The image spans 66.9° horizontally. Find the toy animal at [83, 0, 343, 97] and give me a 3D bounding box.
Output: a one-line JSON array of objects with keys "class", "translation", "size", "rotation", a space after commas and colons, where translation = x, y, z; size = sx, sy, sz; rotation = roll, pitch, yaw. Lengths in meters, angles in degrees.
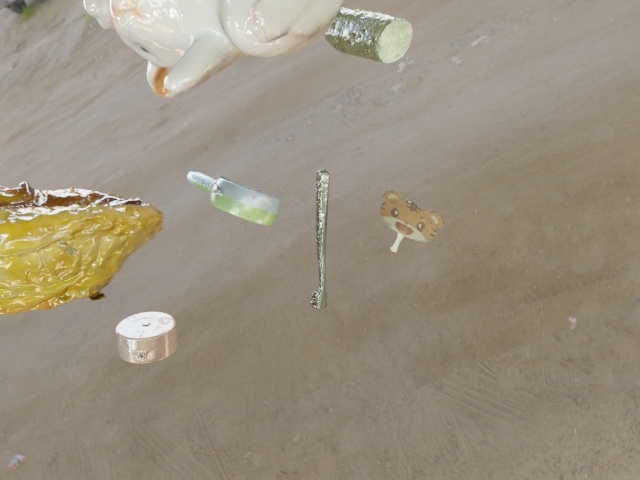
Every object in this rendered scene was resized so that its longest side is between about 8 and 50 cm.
[{"class": "toy animal", "translation": [-0.119, -0.198, 0.412], "size": [0.283, 0.140, 0.138], "rotation": [-5, 17, 26]}]

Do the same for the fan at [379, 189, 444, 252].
[{"class": "fan", "translation": [0.199, -0.027, 1.148], "size": [0.153, 0.226, 0.008], "rotation": [30, 62, 12]}]

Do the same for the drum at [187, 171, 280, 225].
[{"class": "drum", "translation": [-0.152, -0.081, 0.861], "size": [0.253, 0.130, 0.049], "rotation": [29, 99, 61]}]

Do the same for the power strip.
[{"class": "power strip", "translation": [-0.454, 0.252, 1.271], "size": [0.154, 0.078, 0.154], "rotation": [2, 19, -1]}]

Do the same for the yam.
[{"class": "yam", "translation": [0.077, -0.341, 0.803], "size": [0.078, 0.078, 0.179], "rotation": [-42, 41, -7]}]

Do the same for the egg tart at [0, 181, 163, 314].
[{"class": "egg tart", "translation": [-0.380, 0.010, 0.613], "size": [0.340, 0.153, 0.352], "rotation": [8, 16, 39]}]

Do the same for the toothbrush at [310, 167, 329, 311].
[{"class": "toothbrush", "translation": [0.000, 0.000, 1.006], "size": [0.031, 0.030, 0.297], "rotation": [9, 100, 42]}]
